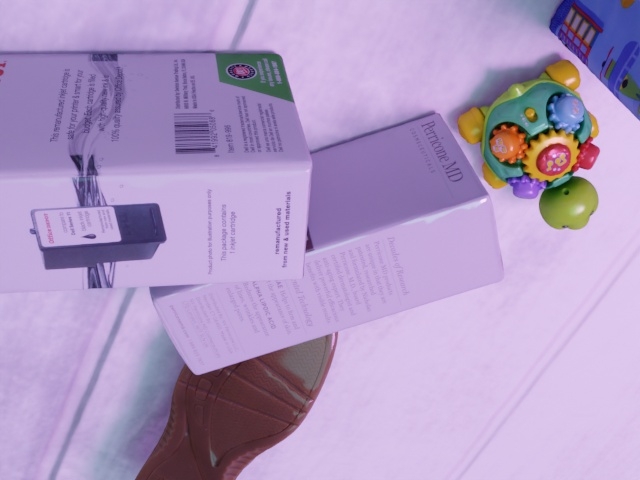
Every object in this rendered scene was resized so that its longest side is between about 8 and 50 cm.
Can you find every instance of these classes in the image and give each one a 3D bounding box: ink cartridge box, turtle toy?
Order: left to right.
[{"bbox_3d":[-0.119,-0.048,0.519,0.208,0.153,0.087,-2,127,-9],"label":"ink cartridge box"},{"bbox_3d":[0.166,-0.063,0.618,0.095,0.066,0.130,-29,126,10],"label":"turtle toy"}]

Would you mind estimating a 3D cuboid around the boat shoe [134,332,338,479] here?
[{"bbox_3d":[-0.077,0.142,0.719,0.104,0.089,0.285,35,112,-2],"label":"boat shoe"}]

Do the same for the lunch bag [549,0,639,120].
[{"bbox_3d":[0.331,-0.115,0.517,0.293,0.221,0.138,9,124,-18],"label":"lunch bag"}]

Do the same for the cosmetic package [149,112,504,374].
[{"bbox_3d":[0.000,0.000,0.601,0.231,0.117,0.085,-19,128,2],"label":"cosmetic package"}]
